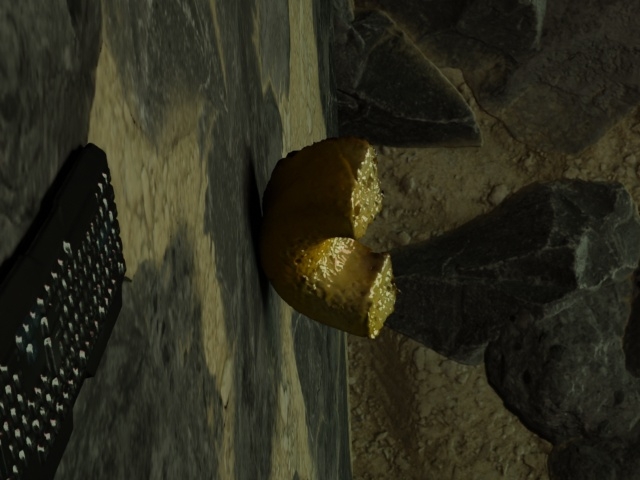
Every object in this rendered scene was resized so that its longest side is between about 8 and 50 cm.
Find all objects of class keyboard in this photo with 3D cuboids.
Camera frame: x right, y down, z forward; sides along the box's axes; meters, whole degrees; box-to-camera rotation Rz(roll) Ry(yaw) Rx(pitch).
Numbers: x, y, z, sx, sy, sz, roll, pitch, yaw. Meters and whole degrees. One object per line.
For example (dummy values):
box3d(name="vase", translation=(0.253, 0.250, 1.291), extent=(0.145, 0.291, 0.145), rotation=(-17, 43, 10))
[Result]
box3d(name="keyboard", translation=(-0.132, 0.040, 0.671), extent=(0.262, 0.016, 0.106), rotation=(-81, 169, -64))

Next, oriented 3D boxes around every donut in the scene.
box3d(name="donut", translation=(-0.003, 0.003, 1.516), extent=(0.259, 0.152, 0.101), rotation=(76, 27, -44))
